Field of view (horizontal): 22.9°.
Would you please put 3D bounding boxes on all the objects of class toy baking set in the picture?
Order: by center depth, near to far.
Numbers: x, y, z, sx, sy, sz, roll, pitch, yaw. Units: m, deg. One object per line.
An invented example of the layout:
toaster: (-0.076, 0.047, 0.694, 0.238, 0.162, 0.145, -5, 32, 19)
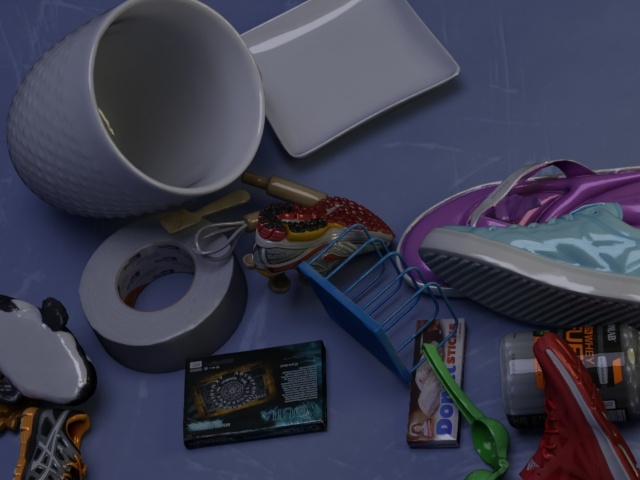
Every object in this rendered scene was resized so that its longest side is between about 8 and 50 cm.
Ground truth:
toy baking set: (-0.075, -0.021, 2.127, 0.256, 0.030, 0.196, 23, 44, 9)

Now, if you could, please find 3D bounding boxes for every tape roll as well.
tape roll: (-0.213, 0.068, 2.136, 0.219, 0.072, 0.219, -8, 51, 11)

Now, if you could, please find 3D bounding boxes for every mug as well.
mug: (-0.246, -0.179, 2.201, 0.374, 0.276, 0.328, -24, 5, -39)

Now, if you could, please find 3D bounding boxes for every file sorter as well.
file sorter: (0.076, 0.074, 1.997, 0.104, 0.118, 0.170, -41, 46, -10)

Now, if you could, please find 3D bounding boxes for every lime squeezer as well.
lime squeezer: (0.172, 0.263, 1.863, 0.110, 0.059, 0.310, 19, 54, -20)

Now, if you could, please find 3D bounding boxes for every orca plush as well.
orca plush: (-0.403, 0.149, 2.125, 0.287, 0.102, 0.151, 11, 79, 24)

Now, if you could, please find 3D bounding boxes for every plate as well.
plate: (0.030, -0.257, 2.327, 0.278, 0.045, 0.277, -28, 52, -5)

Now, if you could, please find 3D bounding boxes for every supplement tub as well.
supplement tub: (0.314, 0.160, 1.880, 0.190, 0.117, 0.117, -6, 52, 12)

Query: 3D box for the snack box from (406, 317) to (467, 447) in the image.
snack box: (0.147, 0.177, 1.977, 0.064, 0.022, 0.178, -3, 53, 15)

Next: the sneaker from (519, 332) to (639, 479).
sneaker: (0.267, 0.222, 1.800, 0.128, 0.221, 0.087, -27, 7, 15)

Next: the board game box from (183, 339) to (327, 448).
board game box: (-0.084, 0.198, 2.028, 0.186, 0.026, 0.126, -8, 52, 10)

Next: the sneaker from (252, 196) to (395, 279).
sneaker: (0.000, 0.000, 2.072, 0.225, 0.092, 0.088, -3, 34, -37)

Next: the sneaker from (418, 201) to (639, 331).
sneaker: (0.310, 0.020, 1.956, 0.366, 0.135, 0.150, 14, 61, 18)

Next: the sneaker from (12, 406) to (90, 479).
sneaker: (-0.338, 0.296, 1.996, 0.083, 0.084, 0.214, -8, 51, 4)

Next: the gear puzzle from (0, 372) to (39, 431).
gear puzzle: (-0.533, 0.191, 2.155, 0.339, 0.044, 0.175, 17, 60, 27)

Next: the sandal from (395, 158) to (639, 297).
sandal: (0.295, -0.042, 2.047, 0.416, 0.102, 0.169, -13, 51, 7)
